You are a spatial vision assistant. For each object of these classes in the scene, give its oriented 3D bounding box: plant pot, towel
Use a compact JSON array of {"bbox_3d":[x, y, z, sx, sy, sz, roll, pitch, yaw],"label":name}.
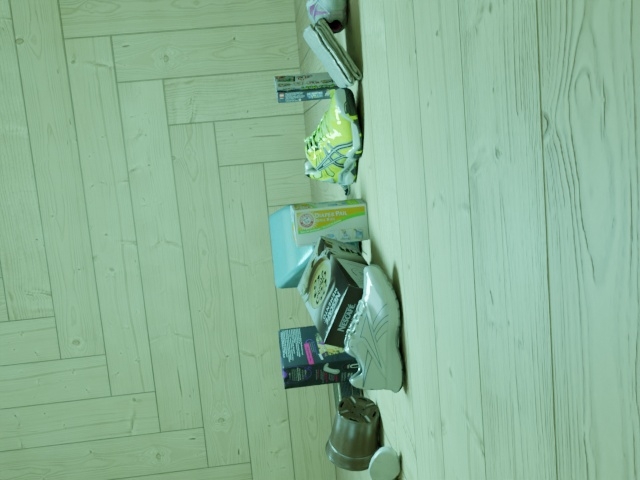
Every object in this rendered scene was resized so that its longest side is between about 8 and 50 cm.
[{"bbox_3d":[0.000,0.000,2.138,0.252,0.247,0.247,142,124,-66],"label":"plant pot"},{"bbox_3d":[0.026,-0.486,1.825,0.187,0.049,0.282,55,-178,-10],"label":"towel"},{"bbox_3d":[0.103,0.562,2.047,0.167,0.167,0.165,-104,17,-63],"label":"plant pot"}]

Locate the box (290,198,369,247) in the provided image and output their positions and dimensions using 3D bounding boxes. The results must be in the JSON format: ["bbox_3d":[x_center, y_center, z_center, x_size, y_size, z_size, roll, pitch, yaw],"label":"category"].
[{"bbox_3d":[0.023,-0.050,1.912,0.114,0.203,0.103,-117,21,-77],"label":"box"}]

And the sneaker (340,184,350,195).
[{"bbox_3d":[0.074,-0.177,2.175,0.032,0.037,0.083,-105,9,-54],"label":"sneaker"}]

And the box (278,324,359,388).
[{"bbox_3d":[0.006,0.369,2.231,0.165,0.270,0.143,91,172,-53],"label":"box"}]

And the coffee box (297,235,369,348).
[{"bbox_3d":[0.052,0.130,1.754,0.168,0.118,0.297,-67,22,16],"label":"coffee box"}]

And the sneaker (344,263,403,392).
[{"bbox_3d":[0.115,0.202,1.556,0.111,0.129,0.297,-150,56,-87],"label":"sneaker"}]

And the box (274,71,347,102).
[{"bbox_3d":[-0.031,-0.458,2.055,0.114,0.207,0.036,-101,7,-51],"label":"box"}]

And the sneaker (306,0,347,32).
[{"bbox_3d":[0.018,-0.621,1.911,0.252,0.103,0.111,-160,66,-86],"label":"sneaker"}]

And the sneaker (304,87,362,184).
[{"bbox_3d":[0.031,-0.267,1.909,0.385,0.147,0.145,94,171,-60],"label":"sneaker"}]

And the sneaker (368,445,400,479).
[{"bbox_3d":[0.166,0.581,1.790,0.094,0.080,0.212,-83,-8,-49],"label":"sneaker"}]

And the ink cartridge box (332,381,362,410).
[{"bbox_3d":[0.097,0.550,2.475,0.235,0.088,0.193,95,170,-70],"label":"ink cartridge box"}]
